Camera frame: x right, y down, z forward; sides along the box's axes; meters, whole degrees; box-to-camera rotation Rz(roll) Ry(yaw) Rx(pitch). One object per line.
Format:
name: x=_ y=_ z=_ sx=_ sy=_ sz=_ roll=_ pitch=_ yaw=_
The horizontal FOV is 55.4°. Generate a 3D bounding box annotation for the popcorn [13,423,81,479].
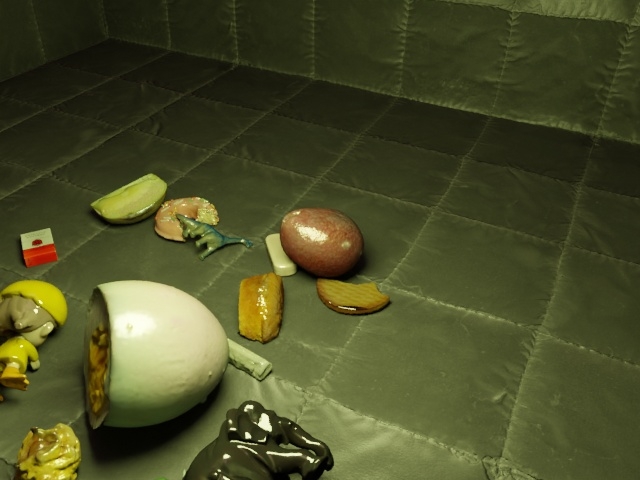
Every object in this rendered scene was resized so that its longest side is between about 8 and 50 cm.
popcorn: x=-0.613 y=0.492 z=1.370 sx=0.148 sy=0.152 sz=0.167 roll=-38 pitch=39 yaw=-17

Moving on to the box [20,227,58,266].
box: x=-0.962 y=0.023 z=2.082 sx=0.100 sy=0.048 sz=0.152 roll=-17 pitch=42 yaw=-20

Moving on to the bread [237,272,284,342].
bread: x=-0.177 y=0.172 z=1.821 sx=0.129 sy=0.134 sz=0.260 roll=1 pitch=36 yaw=1

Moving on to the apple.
apple: x=-0.675 y=-0.125 z=2.226 sx=0.265 sy=0.120 sz=0.193 roll=-31 pitch=44 yaw=-18

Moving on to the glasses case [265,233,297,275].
glasses case: x=-0.134 y=0.046 z=2.068 sx=0.083 sy=0.050 sz=0.196 roll=-9 pitch=37 yaw=-11

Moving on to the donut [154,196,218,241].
donut: x=-0.499 y=-0.089 z=2.217 sx=0.199 sy=0.085 sz=0.233 roll=24 pitch=40 yaw=29

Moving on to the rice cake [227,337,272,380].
rice cake: x=-0.251 y=0.310 z=1.700 sx=0.256 sy=0.052 sz=0.057 roll=23 pitch=70 yaw=27

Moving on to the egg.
egg: x=-0.389 y=0.276 z=1.513 sx=0.340 sy=0.354 sz=0.354 roll=2 pitch=31 yaw=-31

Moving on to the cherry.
cherry: x=0.000 y=0.000 z=1.964 sx=0.308 sy=0.221 sz=0.261 roll=19 pitch=6 yaw=-34

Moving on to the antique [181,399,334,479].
antique: x=-0.150 y=0.506 z=1.318 sx=0.255 sy=0.185 sz=0.322 roll=29 pitch=48 yaw=31

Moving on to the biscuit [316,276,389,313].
biscuit: x=0.090 y=0.168 z=1.923 sx=0.176 sy=0.031 sz=0.229 roll=-27 pitch=43 yaw=-35

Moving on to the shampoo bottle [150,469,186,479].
shampoo bottle: x=-0.391 y=0.560 z=1.337 sx=0.205 sy=0.065 sz=0.065 roll=-9 pitch=37 yaw=-14

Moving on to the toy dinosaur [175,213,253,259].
toy dinosaur: x=-0.377 y=-0.036 z=2.118 sx=0.188 sy=0.075 sz=0.247 roll=-30 pitch=70 yaw=-38

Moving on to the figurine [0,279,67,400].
figurine: x=-0.814 y=0.260 z=1.657 sx=0.215 sy=0.187 sz=0.343 roll=-11 pitch=43 yaw=3

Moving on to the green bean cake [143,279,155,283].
green bean cake: x=-0.529 y=0.216 z=1.783 sx=0.173 sy=0.094 sz=0.181 roll=-25 pitch=42 yaw=-32
